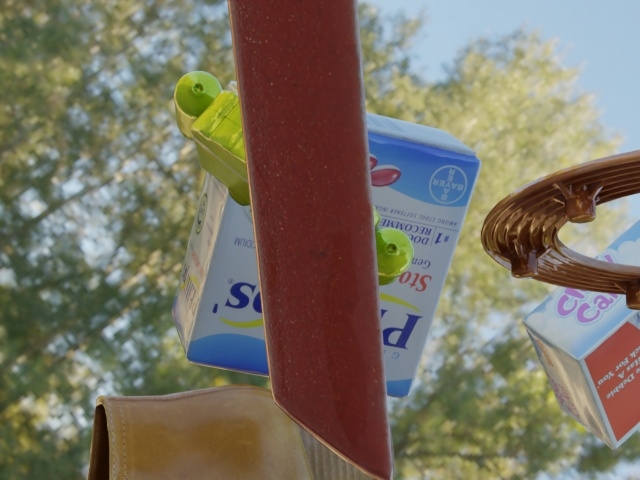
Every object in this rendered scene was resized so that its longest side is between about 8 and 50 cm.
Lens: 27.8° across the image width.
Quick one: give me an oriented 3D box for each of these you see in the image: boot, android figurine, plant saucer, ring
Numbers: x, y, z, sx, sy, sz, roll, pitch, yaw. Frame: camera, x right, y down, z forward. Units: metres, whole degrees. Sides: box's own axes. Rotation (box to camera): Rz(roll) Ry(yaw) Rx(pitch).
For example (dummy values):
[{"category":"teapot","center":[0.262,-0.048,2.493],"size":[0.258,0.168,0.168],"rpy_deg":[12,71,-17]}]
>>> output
[{"category":"boot","center":[-0.049,0.238,0.807],"size":[0.104,0.211,0.295],"rpy_deg":[146,-59,-63]},{"category":"android figurine","center":[-0.028,-0.048,1.092],"size":[0.248,0.056,0.273],"rpy_deg":[39,-9,5]},{"category":"plant saucer","center":[-0.011,-0.063,0.570],"size":[0.259,0.047,0.258],"rpy_deg":[-101,-175,-70]},{"category":"ring","center":[0.289,0.002,0.970],"size":[0.336,0.336,0.032],"rpy_deg":[113,-19,-70]}]

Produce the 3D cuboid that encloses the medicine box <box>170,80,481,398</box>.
[{"category":"medicine box","center":[0.000,0.000,1.426],"size":[0.149,0.263,0.289],"rpy_deg":[-127,-130,-69]}]

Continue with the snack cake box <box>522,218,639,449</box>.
[{"category":"snack cake box","center":[0.349,0.067,1.330],"size":[0.089,0.264,0.152],"rpy_deg":[38,-18,47]}]
